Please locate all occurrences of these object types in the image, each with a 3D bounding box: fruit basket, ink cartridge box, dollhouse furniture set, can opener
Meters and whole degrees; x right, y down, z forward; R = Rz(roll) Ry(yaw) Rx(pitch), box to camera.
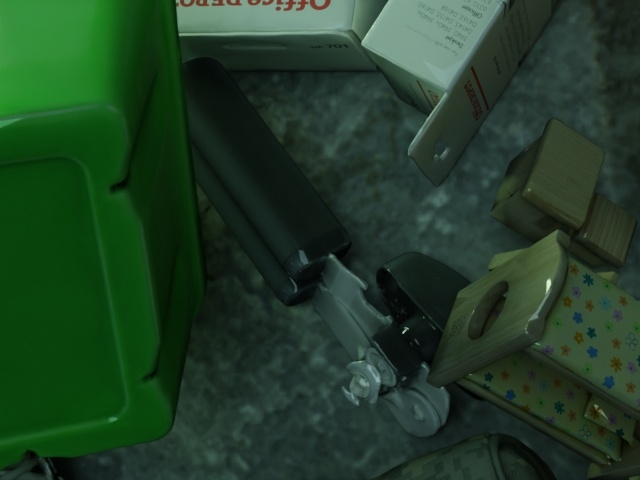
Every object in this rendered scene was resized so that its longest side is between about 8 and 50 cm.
[{"bbox_3d":[-0.255,-0.054,0.492,0.392,0.392,0.283,7,120,17],"label":"fruit basket"},{"bbox_3d":[0.086,-0.128,0.532,0.060,0.104,0.180,34,92,18],"label":"ink cartridge box"},{"bbox_3d":[0.177,0.037,0.473,0.182,0.101,0.161,31,60,-9],"label":"dollhouse furniture set"},{"bbox_3d":[0.000,0.000,0.568,0.093,0.074,0.280,-33,73,-26],"label":"can opener"},{"bbox_3d":[-0.027,-0.210,0.589,0.140,0.082,0.190,4,84,17],"label":"ink cartridge box"}]

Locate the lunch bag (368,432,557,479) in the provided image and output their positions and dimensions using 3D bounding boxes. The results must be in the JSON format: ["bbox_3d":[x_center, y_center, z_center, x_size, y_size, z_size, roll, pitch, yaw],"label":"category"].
[{"bbox_3d":[0.040,0.265,0.418,0.256,0.212,0.305,-27,66,8],"label":"lunch bag"}]

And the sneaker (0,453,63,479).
[{"bbox_3d":[-0.234,0.110,0.583,0.330,0.122,0.146,39,96,17],"label":"sneaker"}]
